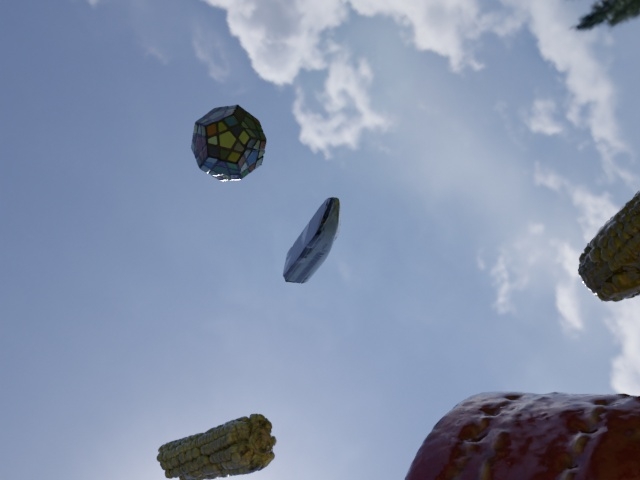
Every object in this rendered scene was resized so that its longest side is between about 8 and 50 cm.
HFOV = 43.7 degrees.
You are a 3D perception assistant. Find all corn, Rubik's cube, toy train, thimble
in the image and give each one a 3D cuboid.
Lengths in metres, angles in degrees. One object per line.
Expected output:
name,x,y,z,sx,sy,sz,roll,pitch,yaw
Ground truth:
corn,-0.156,0.320,1.191,0.087,0.210,0.087,33,-137,-38
Rubik's cube,-0.157,-0.167,1.367,0.112,0.133,0.133,32,-144,25
toy train,-0.001,0.000,1.200,0.048,0.252,0.055,15,-116,-12
thimble,0.128,0.156,0.376,0.189,0.125,0.163,30,-117,-42
corn,0.353,-0.037,0.740,0.097,0.261,0.097,37,-154,-22
